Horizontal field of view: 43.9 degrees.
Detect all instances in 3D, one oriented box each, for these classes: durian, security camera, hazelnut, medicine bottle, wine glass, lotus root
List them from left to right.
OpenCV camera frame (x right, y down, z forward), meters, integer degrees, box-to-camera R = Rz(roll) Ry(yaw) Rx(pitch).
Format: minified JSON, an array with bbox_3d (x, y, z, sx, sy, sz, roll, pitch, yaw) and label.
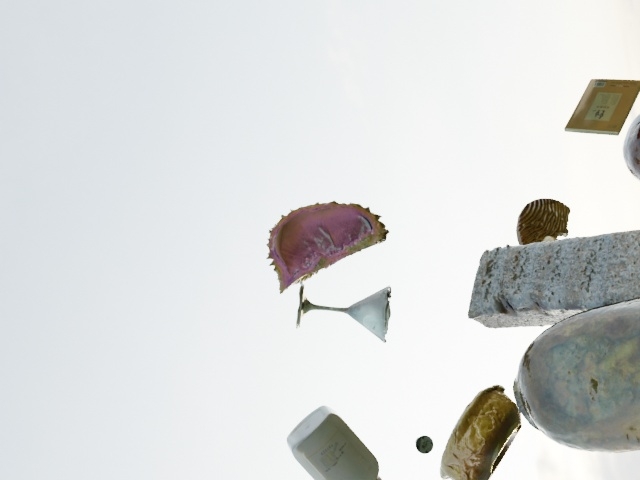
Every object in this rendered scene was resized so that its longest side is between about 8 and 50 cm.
[{"bbox_3d":[0.001,-0.001,2.018,0.191,0.341,0.112,55,161,23],"label":"durian"},{"bbox_3d":[0.055,0.584,2.081,0.161,0.111,0.296,-42,-75,-6],"label":"medicine bottle"},{"bbox_3d":[0.045,0.137,1.563,0.122,0.183,0.122,6,-90,-87],"label":"wine glass"},{"bbox_3d":[0.309,0.609,2.384,0.092,0.058,0.058,85,176,-83],"label":"security camera"},{"bbox_3d":[0.486,0.222,1.276,0.250,0.346,0.250,25,-127,-39],"label":"lotus root"},{"bbox_3d":[0.735,-0.217,1.683,0.178,0.204,0.178,30,-144,-25],"label":"hazelnut"}]

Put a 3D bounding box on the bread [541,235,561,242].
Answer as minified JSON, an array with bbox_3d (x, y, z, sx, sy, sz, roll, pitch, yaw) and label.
[{"bbox_3d":[0.693,0.053,2.328,0.125,0.082,0.106,34,-93,-15],"label":"bread"}]

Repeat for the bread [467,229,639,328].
[{"bbox_3d":[0.486,0.083,1.570,0.113,0.416,0.165,29,-115,-34],"label":"bread"}]

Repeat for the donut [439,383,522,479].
[{"bbox_3d":[0.462,0.572,2.250,0.330,0.160,0.330,-34,-35,-28],"label":"donut"}]

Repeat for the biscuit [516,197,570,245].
[{"bbox_3d":[0.685,-0.041,2.433,0.176,0.031,0.228,30,-117,-7],"label":"biscuit"}]

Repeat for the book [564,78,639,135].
[{"bbox_3d":[0.611,-0.290,1.708,0.172,0.118,0.012,-55,-43,-27],"label":"book"}]
